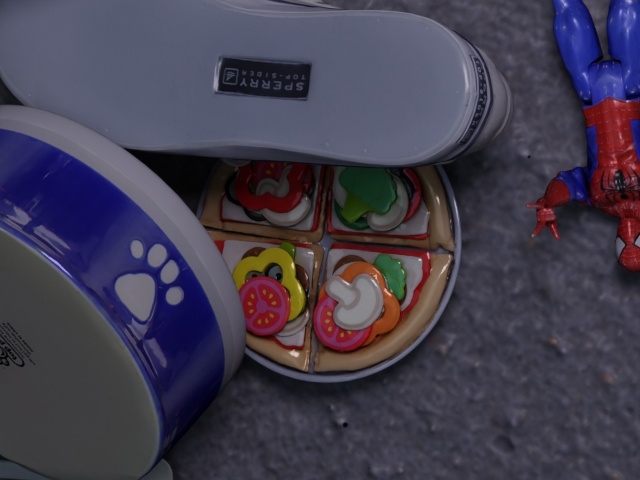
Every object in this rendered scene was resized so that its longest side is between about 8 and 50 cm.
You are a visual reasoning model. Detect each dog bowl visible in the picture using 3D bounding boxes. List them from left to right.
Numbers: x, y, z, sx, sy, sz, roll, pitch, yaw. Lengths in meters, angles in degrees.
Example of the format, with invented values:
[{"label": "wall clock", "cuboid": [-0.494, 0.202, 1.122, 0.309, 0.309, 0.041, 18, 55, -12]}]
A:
[{"label": "dog bowl", "cuboid": [-0.188, 0.042, 1.313, 0.265, 0.104, 0.265, 23, 140, 21]}]

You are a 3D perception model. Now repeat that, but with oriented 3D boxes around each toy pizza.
[{"label": "toy pizza", "cuboid": [0.000, 0.000, 1.348, 0.201, 0.032, 0.201, 0, 89, 20]}]

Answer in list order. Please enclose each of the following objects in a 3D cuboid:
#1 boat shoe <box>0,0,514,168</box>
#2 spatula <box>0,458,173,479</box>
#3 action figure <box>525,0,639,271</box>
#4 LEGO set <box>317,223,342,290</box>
[{"label": "boat shoe", "cuboid": [-0.039, -0.116, 1.291, 0.367, 0.156, 0.135, 8, 91, 25]}, {"label": "spatula", "cuboid": [-0.225, 0.124, 1.468, 0.242, 0.019, 0.168, 2, 102, 17]}, {"label": "action figure", "cuboid": [0.178, -0.108, 1.240, 0.091, 0.139, 0.280, -8, 100, 20]}, {"label": "LEGO set", "cuboid": [0.004, 0.015, 1.378, 0.054, 0.023, 0.083, -12, 83, 17]}]
